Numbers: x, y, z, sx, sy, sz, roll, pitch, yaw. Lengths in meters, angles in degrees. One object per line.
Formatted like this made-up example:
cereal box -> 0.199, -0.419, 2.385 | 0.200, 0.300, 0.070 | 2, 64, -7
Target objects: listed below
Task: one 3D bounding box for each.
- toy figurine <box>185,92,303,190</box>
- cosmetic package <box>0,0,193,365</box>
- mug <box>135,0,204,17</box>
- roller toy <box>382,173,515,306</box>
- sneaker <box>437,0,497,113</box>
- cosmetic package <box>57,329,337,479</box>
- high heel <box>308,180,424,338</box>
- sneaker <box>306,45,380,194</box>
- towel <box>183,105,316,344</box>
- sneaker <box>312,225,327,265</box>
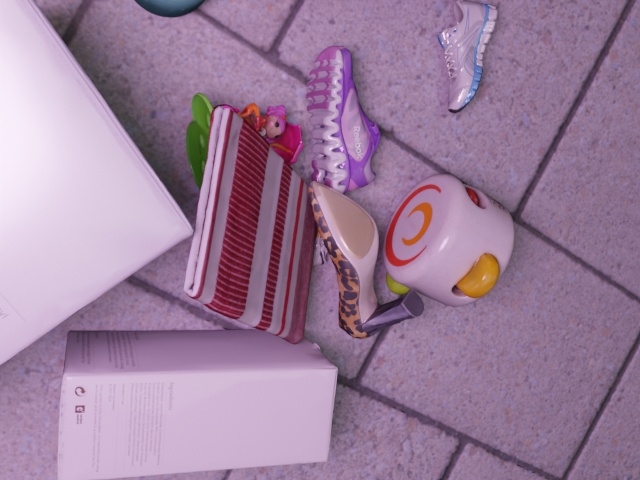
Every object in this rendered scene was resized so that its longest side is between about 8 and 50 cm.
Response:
toy figurine -> -0.100, -0.150, 0.971 | 0.159, 0.130, 0.173 | -21, 133, -28
cosmetic package -> -0.416, -0.050, 0.762 | 0.394, 0.329, 0.327 | -36, 109, -10
mug -> -0.202, -0.392, 0.903 | 0.129, 0.097, 0.157 | 7, 97, -20
roller toy -> 0.209, 0.002, 1.061 | 0.146, 0.209, 0.191 | 26, 70, -22
sneaker -> 0.225, -0.306, 1.091 | 0.083, 0.071, 0.190 | 14, 86, -15
cosmetic package -> -0.181, 0.224, 0.964 | 0.366, 0.197, 0.155 | 4, 98, -19
high heel -> 0.025, 0.041, 1.044 | 0.093, 0.186, 0.261 | -39, 95, -38
sneaker -> 0.042, -0.181, 1.034 | 0.105, 0.095, 0.236 | -9, 108, -23
towel -> -0.079, -0.003, 0.882 | 0.037, 0.329, 0.237 | 0, 74, 20
sneaker -> 0.000, 0.000, 1.081 | 0.037, 0.032, 0.083 | 4, 103, -34
